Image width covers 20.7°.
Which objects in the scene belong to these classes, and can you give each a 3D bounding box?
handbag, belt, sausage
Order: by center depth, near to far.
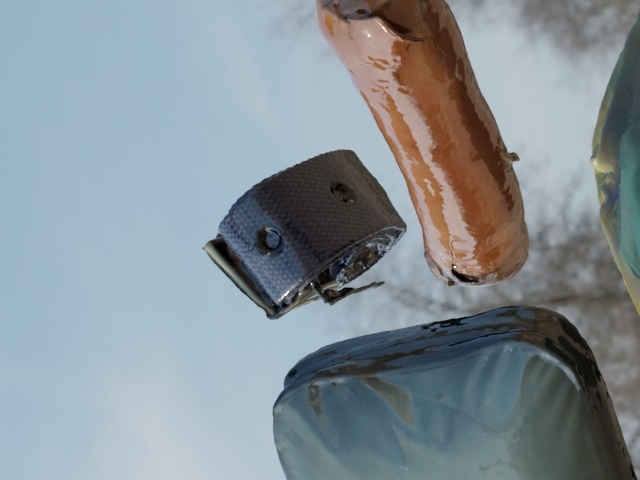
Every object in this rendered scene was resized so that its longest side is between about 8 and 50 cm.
[{"bbox_3d":[0.100,0.203,0.967,0.075,0.191,0.332,-43,-63,-63],"label":"handbag"},{"bbox_3d":[0.090,-0.076,1.328,0.094,0.094,0.419,-55,-30,-16],"label":"sausage"},{"bbox_3d":[0.000,0.000,1.641,0.126,0.139,0.230,51,-161,8],"label":"belt"}]

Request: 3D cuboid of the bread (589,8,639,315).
[{"bbox_3d":[0.228,-0.037,0.812,0.158,0.156,0.260,-8,-104,-51],"label":"bread"}]
